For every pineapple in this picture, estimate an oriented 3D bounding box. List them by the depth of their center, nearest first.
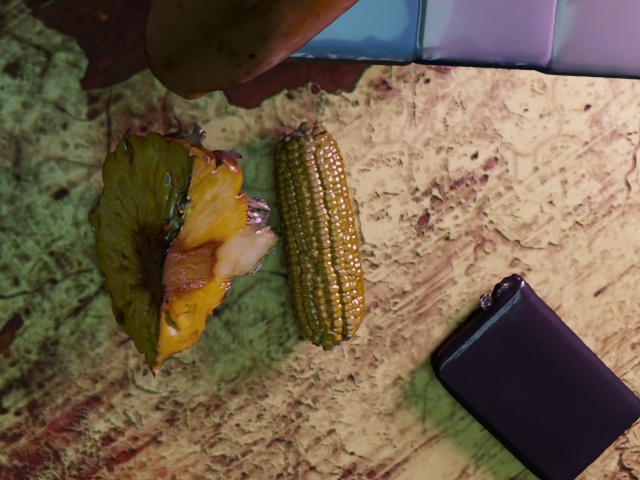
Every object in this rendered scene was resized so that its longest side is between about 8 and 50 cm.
[{"bbox_3d":[-0.128,-0.025,1.297,0.164,0.140,0.249,-28,140,-36],"label":"pineapple"}]

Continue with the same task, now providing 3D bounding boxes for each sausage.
[{"bbox_3d":[0.075,-0.279,0.912,0.501,0.123,0.136,-38,142,-4],"label":"sausage"}]

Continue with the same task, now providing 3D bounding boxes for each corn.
[{"bbox_3d":[0.000,0.000,1.355,0.080,0.080,0.238,-12,110,-14],"label":"corn"}]

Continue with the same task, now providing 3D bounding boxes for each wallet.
[{"bbox_3d":[0.234,0.158,1.494,0.149,0.044,0.250,-46,113,3],"label":"wallet"}]

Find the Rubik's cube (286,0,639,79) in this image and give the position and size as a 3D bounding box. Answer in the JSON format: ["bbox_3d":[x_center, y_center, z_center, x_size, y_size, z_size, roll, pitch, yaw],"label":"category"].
[{"bbox_3d":[0.092,-0.333,1.152,0.347,0.344,0.347,3,105,-17],"label":"Rubik's cube"}]
